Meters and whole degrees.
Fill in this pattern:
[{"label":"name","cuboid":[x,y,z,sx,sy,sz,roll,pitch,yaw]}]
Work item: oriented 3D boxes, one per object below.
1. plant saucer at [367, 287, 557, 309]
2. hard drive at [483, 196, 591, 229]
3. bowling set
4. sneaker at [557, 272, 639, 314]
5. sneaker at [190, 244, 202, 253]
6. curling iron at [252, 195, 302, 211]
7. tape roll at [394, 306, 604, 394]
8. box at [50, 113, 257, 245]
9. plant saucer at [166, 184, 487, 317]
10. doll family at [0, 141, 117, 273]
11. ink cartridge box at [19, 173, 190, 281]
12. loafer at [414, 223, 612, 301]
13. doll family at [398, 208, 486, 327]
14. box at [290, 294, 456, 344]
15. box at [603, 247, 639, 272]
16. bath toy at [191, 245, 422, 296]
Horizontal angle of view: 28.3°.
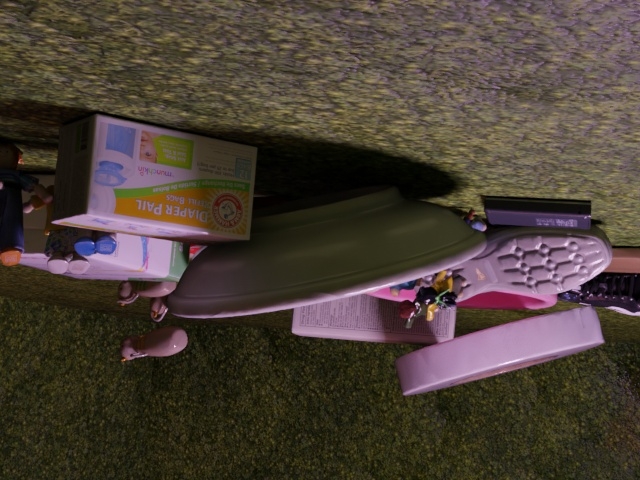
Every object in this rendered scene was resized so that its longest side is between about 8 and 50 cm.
[{"label":"plant saucer","cuboid":[0.228,0.057,2.119,0.332,0.084,0.332,5,171,1]},{"label":"hard drive","cuboid":[0.283,-0.035,1.652,0.135,0.022,0.094,3,172,12]},{"label":"bowling set","cuboid":[-0.285,0.056,2.256,0.154,0.287,0.200,-12,120,41]},{"label":"sneaker","cuboid":[0.475,0.083,2.158,0.121,0.079,0.217,9,173,-35]},{"label":"sneaker","cuboid":[-0.134,0.030,2.021,0.279,0.118,0.107,9,170,-25]},{"label":"curling iron","cuboid":[-0.049,-0.045,1.736,0.274,0.035,0.068,9,171,-28]},{"label":"tape roll","cuboid":[0.330,0.206,2.346,0.392,0.072,0.392,-13,170,-2]},{"label":"box","cuboid":[-0.184,-0.063,1.421,0.203,0.114,0.103,9,171,-32]},{"label":"plant saucer","cuboid":[0.000,0.000,1.561,0.401,0.100,0.400,-11,-175,1]},{"label":"doll family","cuboid":[-0.350,-0.046,1.510,0.263,0.163,0.118,3,150,-10]},{"label":"ink cartridge box","cuboid":[-0.339,-0.015,1.837,0.201,0.117,0.278,1,172,22]},{"label":"loafer","cuboid":[0.276,0.021,1.835,0.319,0.112,0.111,-9,-156,37]},{"label":"doll family","cuboid":[0.168,0.040,1.761,0.076,0.193,0.111,20,-164,29]},{"label":"box","cuboid":[0.107,0.124,2.457,0.311,0.148,0.121,5,173,7]},{"label":"box","cuboid":[0.509,0.032,1.993,0.201,0.021,0.164,2,171,22]},{"label":"bath toy","cuboid":[-0.023,0.020,1.880,0.348,0.129,0.151,0,148,24]}]
